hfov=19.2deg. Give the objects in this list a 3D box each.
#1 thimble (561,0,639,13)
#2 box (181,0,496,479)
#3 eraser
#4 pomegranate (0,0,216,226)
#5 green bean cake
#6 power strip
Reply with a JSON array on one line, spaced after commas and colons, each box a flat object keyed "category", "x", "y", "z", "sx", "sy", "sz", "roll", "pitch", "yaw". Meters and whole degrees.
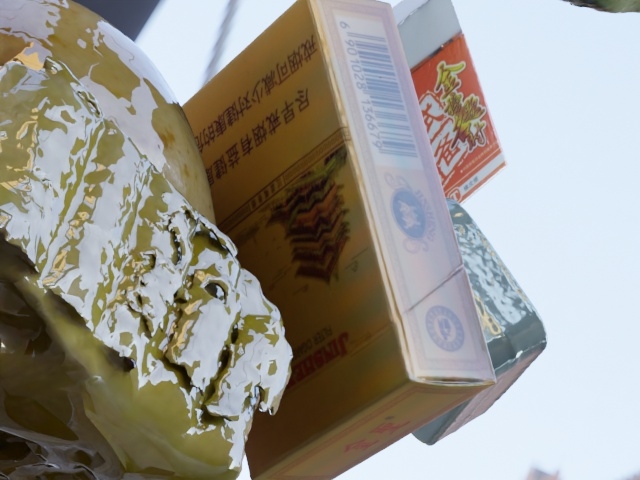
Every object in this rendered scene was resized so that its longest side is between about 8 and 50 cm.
[{"category": "thimble", "x": 0.237, "y": -0.330, "z": 1.619, "sx": 0.288, "sy": 0.254, "sz": 0.167, "roll": 6, "pitch": -40, "yaw": -36}, {"category": "box", "x": 0.000, "y": 0.000, "z": 1.229, "sx": 0.076, "sy": 0.274, "sz": 0.174, "roll": 4, "pitch": -28, "yaw": -37}, {"category": "eraser", "x": 0.098, "y": -0.125, "z": 1.923, "sx": 0.038, "sy": 0.157, "sz": 0.230, "roll": 24, "pitch": -35, "yaw": 48}, {"category": "pomegranate", "x": -0.217, "y": 0.009, "z": 1.204, "sx": 0.338, "sy": 0.338, "sz": 0.338, "roll": 18, "pitch": -34, "yaw": 13}, {"category": "green bean cake", "x": -0.156, "y": 0.039, "z": 0.885, "sx": 0.230, "sy": 0.131, "sz": 0.224, "roll": -13, "pitch": -48, "yaw": 32}, {"category": "power strip", "x": 0.097, "y": 0.034, "z": 1.777, "sx": 0.261, "sy": 0.141, "sz": 0.229, "roll": 55, "pitch": -24, "yaw": 13}]
